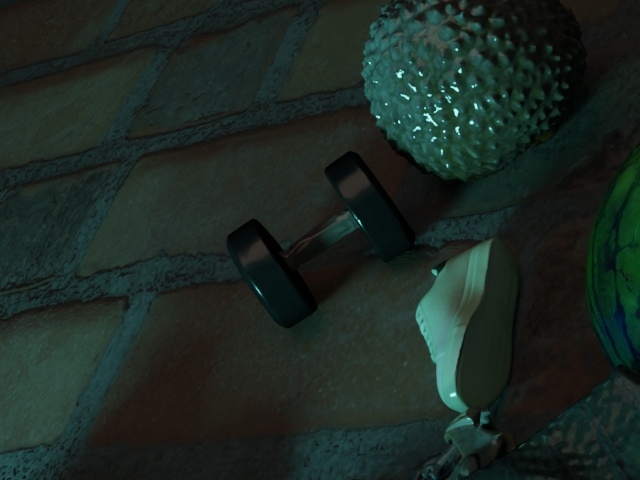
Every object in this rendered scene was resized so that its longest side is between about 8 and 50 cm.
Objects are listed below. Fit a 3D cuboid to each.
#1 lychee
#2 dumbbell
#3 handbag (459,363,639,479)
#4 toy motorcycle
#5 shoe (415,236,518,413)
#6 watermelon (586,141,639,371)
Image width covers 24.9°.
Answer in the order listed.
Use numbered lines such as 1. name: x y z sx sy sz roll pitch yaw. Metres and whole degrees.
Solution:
1. lychee: 0.202 -0.226 1.918 0.300 0.300 0.300 -24 35 18
2. dumbbell: 0.000 0.000 1.926 0.218 0.152 0.152 -35 33 3
3. handbag: 0.225 0.219 1.192 0.270 0.088 0.175 -38 25 11
4. toy motorcycle: 0.200 0.235 1.513 0.229 0.094 0.130 0 46 36
5. shoe: 0.162 0.109 1.710 0.110 0.095 0.265 -19 32 34
6. watermelon: 0.421 0.028 1.349 0.363 0.363 0.363 -24 35 18
